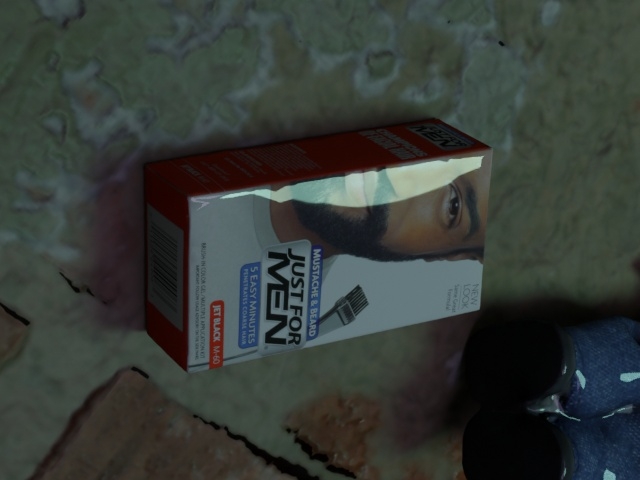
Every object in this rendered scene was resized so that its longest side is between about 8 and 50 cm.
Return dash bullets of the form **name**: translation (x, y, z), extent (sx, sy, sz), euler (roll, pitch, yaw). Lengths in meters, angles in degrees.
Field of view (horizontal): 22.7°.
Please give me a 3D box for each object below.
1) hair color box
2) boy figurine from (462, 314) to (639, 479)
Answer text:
- **hair color box**: translation (0.000, 0.000, 0.786), extent (0.167, 0.053, 0.093), euler (-12, 117, -28)
- **boy figurine**: translation (0.218, 0.093, 0.938), extent (0.285, 0.092, 0.177), euler (3, 84, -36)
